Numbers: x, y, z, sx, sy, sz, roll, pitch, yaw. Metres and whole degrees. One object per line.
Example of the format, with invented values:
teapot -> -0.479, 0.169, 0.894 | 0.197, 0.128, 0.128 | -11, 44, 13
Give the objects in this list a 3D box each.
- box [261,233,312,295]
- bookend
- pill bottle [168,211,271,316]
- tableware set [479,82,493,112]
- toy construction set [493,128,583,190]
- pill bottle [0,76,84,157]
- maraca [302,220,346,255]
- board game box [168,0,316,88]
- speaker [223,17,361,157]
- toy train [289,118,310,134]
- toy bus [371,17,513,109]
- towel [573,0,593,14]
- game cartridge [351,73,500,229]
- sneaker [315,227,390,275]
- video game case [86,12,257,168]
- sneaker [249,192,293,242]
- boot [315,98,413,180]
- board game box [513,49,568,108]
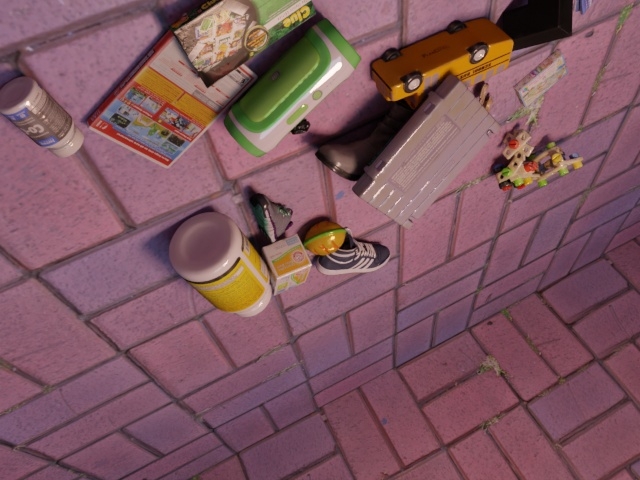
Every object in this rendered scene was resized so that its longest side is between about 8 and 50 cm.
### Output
box -> -0.104, 0.075, 1.559 | 0.114, 0.103, 0.203 | -23, 165, -14
bookend -> 0.517, -0.560, 1.281 | 0.072, 0.156, 0.157 | 2, 179, -42
pill bottle -> -0.249, 0.082, 1.421 | 0.188, 0.188, 0.334 | -30, 148, -3
tableware set -> 0.459, -0.357, 1.505 | 0.141, 0.020, 0.168 | 17, 89, -66
toy construction set -> 0.719, -0.262, 1.803 | 0.328, 0.151, 0.215 | 10, 155, -37
pill bottle -> -0.485, -0.211, 0.925 | 0.078, 0.078, 0.137 | -31, 148, -1
maraca -> 0.000, 0.000, 1.611 | 0.127, 0.099, 0.186 | -3, 163, -41
board game box -> -0.135, -0.405, 0.971 | 0.260, 0.030, 0.136 | -36, 144, -5
speaker -> -0.061, -0.312, 1.098 | 0.296, 0.131, 0.131 | -41, 147, 14
toy train -> -0.097, -0.258, 1.239 | 0.158, 0.027, 0.036 | -14, 155, -27
toy bus -> 0.290, -0.418, 1.269 | 0.333, 0.108, 0.130 | -26, 150, -9
towel -> 0.693, -0.710, 1.190 | 0.336, 0.040, 0.243 | -47, 148, -8
game cartridge -> 0.261, -0.209, 1.312 | 0.230, 0.068, 0.355 | 30, 107, -38
sneaker -> 0.132, 0.030, 1.756 | 0.282, 0.099, 0.153 | -9, 144, -27
video game case -> -0.287, -0.280, 1.047 | 0.285, 0.025, 0.204 | -41, 147, 14
sneaker -> -0.125, -0.080, 1.423 | 0.098, 0.083, 0.223 | -35, 160, -13
boot -> 0.144, -0.271, 1.356 | 0.338, 0.118, 0.222 | -11, 142, -53
board game box -> 0.655, -0.476, 1.571 | 0.154, 0.026, 0.103 | -41, 147, 14
